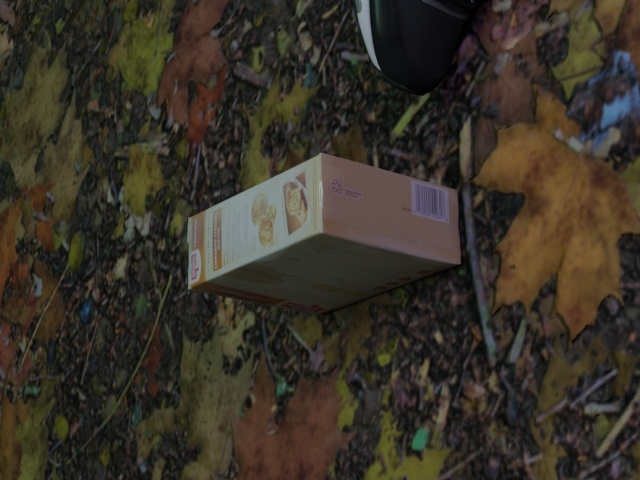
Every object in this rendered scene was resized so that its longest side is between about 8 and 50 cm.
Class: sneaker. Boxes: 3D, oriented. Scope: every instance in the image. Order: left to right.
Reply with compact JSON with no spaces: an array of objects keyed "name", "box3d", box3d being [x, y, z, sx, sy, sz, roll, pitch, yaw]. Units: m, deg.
[{"name":"sneaker","box3d":[0.113,-0.255,1.329,0.124,0.107,0.283,10,88,48]}]

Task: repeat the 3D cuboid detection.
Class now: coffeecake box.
[{"name":"coffeecake box","box3d":[0.000,0.000,1.371,0.185,0.142,0.068,-23,62,48]}]
